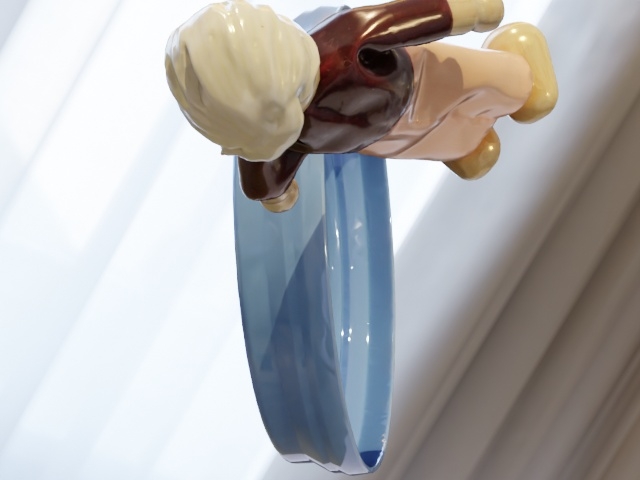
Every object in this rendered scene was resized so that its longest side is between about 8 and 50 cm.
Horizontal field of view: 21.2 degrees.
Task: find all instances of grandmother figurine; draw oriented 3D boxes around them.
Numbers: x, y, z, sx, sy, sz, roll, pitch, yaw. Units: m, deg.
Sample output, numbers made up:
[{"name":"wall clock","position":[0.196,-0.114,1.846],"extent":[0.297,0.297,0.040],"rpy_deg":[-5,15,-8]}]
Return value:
[{"name":"grandmother figurine","position":[0.021,-0.093,1.088],"extent":[0.104,0.208,0.342],"rpy_deg":[46,21,24]}]

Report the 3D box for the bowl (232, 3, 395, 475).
[{"name":"bowl","position":[0.000,0.000,1.429],"extent":[0.077,0.391,0.391],"rpy_deg":[-3,1,10]}]
